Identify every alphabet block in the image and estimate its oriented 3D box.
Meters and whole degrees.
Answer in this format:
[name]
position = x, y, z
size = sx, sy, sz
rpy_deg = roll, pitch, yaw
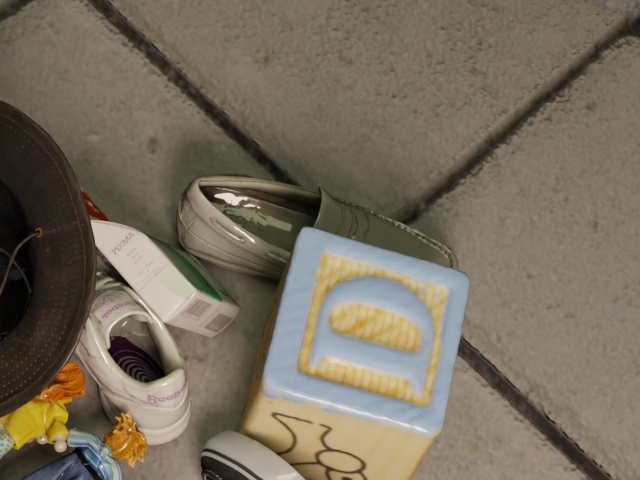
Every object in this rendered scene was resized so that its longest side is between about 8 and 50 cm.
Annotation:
[alphabet block]
position = 0.031, 0.131, 1.973
size = 0.192, 0.197, 0.193
rpy_deg = 18, 60, -3

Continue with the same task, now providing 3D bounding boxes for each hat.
[hat]
position = -0.339, 0.021, 1.906
size = 0.331, 0.134, 0.331
rpy_deg = -2, 85, 21

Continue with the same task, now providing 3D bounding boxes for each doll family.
[doll family]
position = -0.265, 0.215, 1.908
size = 0.163, 0.118, 0.263
rpy_deg = -34, 74, -25

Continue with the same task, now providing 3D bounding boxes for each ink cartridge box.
[ink cartridge box]
position = -0.191, 0.001, 2.007
size = 0.056, 0.181, 0.225
rpy_deg = -42, 76, 5

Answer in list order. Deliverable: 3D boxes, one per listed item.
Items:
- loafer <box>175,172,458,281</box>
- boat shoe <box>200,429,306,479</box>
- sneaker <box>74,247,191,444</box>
[loafer]
position = 0.000, 0.000, 2.085
size = 0.319, 0.111, 0.112
rpy_deg = 11, 60, -6
[boat shoe]
position = -0.029, 0.318, 1.874
size = 0.119, 0.121, 0.335
rpy_deg = -37, 55, -16
[sneaker]
position = -0.227, 0.062, 1.981
size = 0.114, 0.152, 0.305
rpy_deg = -33, 72, -23
